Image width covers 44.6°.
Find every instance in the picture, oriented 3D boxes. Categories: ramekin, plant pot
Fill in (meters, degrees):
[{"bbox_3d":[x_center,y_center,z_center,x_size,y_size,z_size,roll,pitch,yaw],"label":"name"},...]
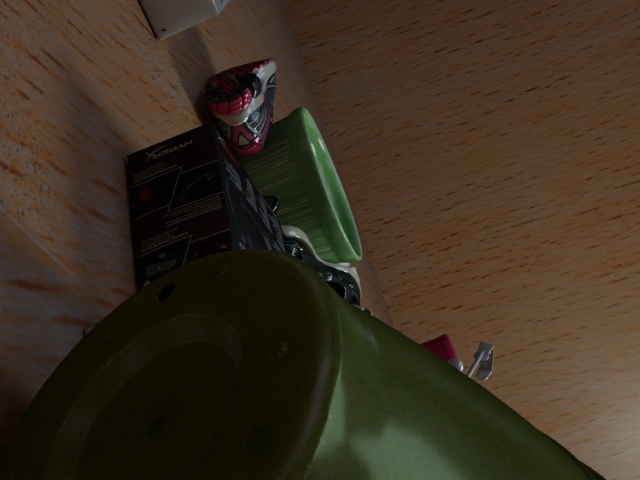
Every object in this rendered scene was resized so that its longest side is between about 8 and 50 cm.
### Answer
[{"bbox_3d":[-0.044,-0.080,1.447,0.303,0.148,0.303,-21,90,-82],"label":"ramekin"},{"bbox_3d":[-0.003,0.201,0.500,0.353,0.366,0.366,50,18,-33],"label":"plant pot"}]

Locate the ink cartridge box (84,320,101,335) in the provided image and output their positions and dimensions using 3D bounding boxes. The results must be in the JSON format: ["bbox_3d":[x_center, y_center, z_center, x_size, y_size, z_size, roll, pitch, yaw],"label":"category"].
[{"bbox_3d":[-0.115,0.089,0.642,0.052,0.122,0.088,-40,110,-81],"label":"ink cartridge box"}]

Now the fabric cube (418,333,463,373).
[{"bbox_3d":[0.189,0.380,1.500,0.259,0.254,0.258,60,13,-49],"label":"fabric cube"}]

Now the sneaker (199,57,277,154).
[{"bbox_3d":[-0.135,-0.244,1.383,0.299,0.121,0.112,-79,153,-63],"label":"sneaker"}]

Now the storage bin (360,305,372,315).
[{"bbox_3d":[0.097,0.215,1.907,0.091,0.098,0.135,-120,-173,-74],"label":"storage bin"}]

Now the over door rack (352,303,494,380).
[{"bbox_3d":[0.087,0.164,1.076,0.324,0.239,0.108,-26,127,-60],"label":"over door rack"}]

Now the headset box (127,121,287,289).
[{"bbox_3d":[-0.102,0.056,0.853,0.218,0.110,0.293,58,14,-55],"label":"headset box"}]

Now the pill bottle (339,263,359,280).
[{"bbox_3d":[0.000,0.000,1.645,0.121,0.121,0.221,7,63,-81],"label":"pill bottle"}]

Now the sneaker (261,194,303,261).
[{"bbox_3d":[-0.069,0.063,1.094,0.101,0.106,0.267,-82,152,-76],"label":"sneaker"}]

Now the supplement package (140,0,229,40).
[{"bbox_3d":[-0.216,-0.394,1.224,0.179,0.105,0.105,-91,160,-66],"label":"supplement package"}]

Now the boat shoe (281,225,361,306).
[{"bbox_3d":[-0.008,0.093,1.349,0.340,0.127,0.113,54,19,-58],"label":"boat shoe"}]
